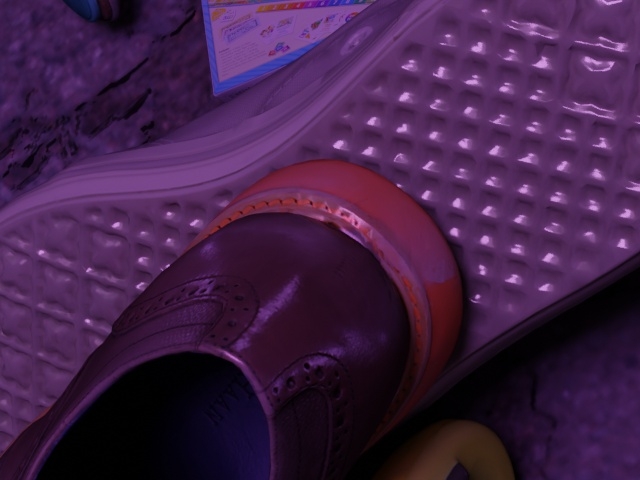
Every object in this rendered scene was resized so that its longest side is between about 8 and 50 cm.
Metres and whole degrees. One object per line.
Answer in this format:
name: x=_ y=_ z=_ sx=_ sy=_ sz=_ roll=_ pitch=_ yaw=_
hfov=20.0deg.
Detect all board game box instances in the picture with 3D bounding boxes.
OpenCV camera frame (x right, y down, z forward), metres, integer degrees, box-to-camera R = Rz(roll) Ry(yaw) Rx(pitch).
board game box: x=0.015 y=-0.133 z=0.819 sx=0.154 sy=0.026 sz=0.103 roll=-20 pitch=66 yaw=26

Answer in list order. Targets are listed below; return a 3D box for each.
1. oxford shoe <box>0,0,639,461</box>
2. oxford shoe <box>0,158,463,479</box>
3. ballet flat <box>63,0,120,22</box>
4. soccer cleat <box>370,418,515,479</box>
oxford shoe: x=0.000 y=0.000 z=0.736 sx=0.449 sy=0.130 sz=0.169 roll=-31 pitch=98 yaw=32
oxford shoe: x=-0.089 y=0.124 z=0.680 sx=0.130 sy=0.133 sz=0.363 roll=37 pitch=123 yaw=8
ballet flat: x=-0.145 y=-0.191 z=0.916 sx=0.068 sy=0.072 sz=0.213 roll=-35 pitch=57 yaw=-17
soccer cleat: x=-0.007 y=0.200 z=0.691 sx=0.121 sy=0.093 sz=0.289 roll=10 pitch=78 yaw=46
